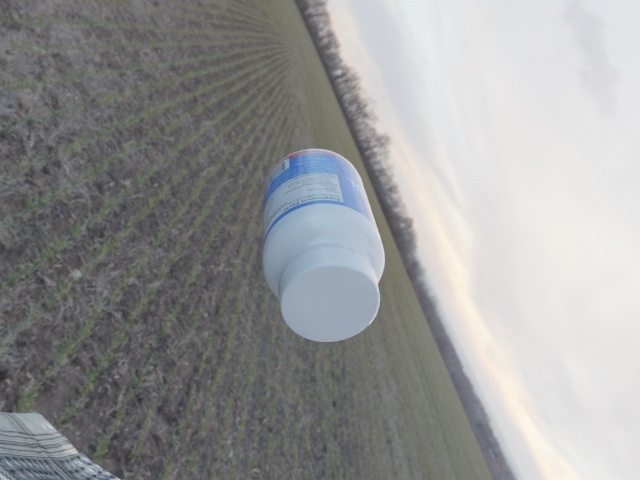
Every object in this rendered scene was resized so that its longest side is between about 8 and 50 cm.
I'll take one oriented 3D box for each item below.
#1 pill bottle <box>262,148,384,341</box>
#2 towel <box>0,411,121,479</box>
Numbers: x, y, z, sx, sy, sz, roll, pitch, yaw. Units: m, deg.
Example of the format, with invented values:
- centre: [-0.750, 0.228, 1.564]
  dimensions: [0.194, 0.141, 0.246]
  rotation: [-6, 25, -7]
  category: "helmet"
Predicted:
- centre: [0.000, 0.000, 0.587]
  dimensions: [0.221, 0.124, 0.124]
  rotation: [-99, 162, -56]
  category: "pill bottle"
- centre: [-0.243, 0.275, 0.583]
  dimensions: [0.312, 0.056, 0.324]
  rotation: [30, -21, 9]
  category: "towel"
